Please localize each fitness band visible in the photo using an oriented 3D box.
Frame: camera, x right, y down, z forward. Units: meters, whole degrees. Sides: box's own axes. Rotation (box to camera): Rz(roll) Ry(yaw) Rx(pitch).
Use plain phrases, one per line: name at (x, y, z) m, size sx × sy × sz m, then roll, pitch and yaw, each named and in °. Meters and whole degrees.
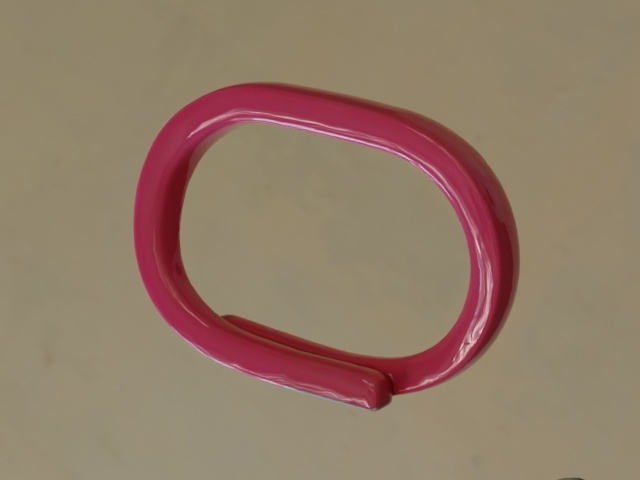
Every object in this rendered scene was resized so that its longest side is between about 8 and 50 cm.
fitness band at (0.000, 0.000, 1.247) m, size 0.054 × 0.290 × 0.209 m, roll -12°, pitch -66°, yaw -62°

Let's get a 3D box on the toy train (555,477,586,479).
toy train at (0.104, 0.175, 0.818) m, size 0.105 × 0.080 × 0.184 m, roll -39°, pitch -38°, yaw -15°
